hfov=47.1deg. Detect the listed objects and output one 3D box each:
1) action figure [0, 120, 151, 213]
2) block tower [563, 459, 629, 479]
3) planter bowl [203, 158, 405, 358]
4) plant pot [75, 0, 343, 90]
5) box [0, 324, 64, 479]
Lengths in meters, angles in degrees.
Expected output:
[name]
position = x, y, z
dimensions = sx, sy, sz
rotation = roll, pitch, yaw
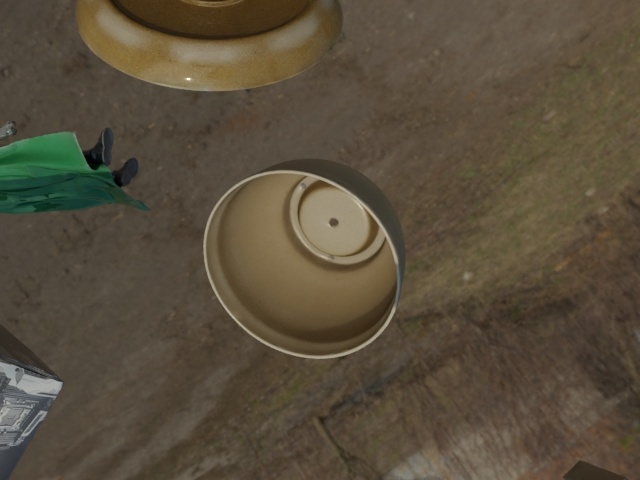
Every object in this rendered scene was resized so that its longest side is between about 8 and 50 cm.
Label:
[action figure]
position = -0.300, -0.069, 0.731
dimensions = 0.232, 0.064, 0.137
rotation = -2, 148, 17
[block tower]
position = 0.365, 0.395, 0.770
dimensions = 0.097, 0.335, 0.091
rotation = -38, -177, -14
[planter bowl]
position = 0.000, 0.000, 0.610
dimensions = 0.162, 0.162, 0.109
rotation = -50, -179, 32
[plant pot]
position = -0.095, -0.216, 0.644
dimensions = 0.236, 0.236, 0.032
rotation = -25, 147, -25
[box]
position = -0.340, 0.181, 0.521
dimensions = 0.076, 0.242, 0.308
rotation = 38, 76, -45
